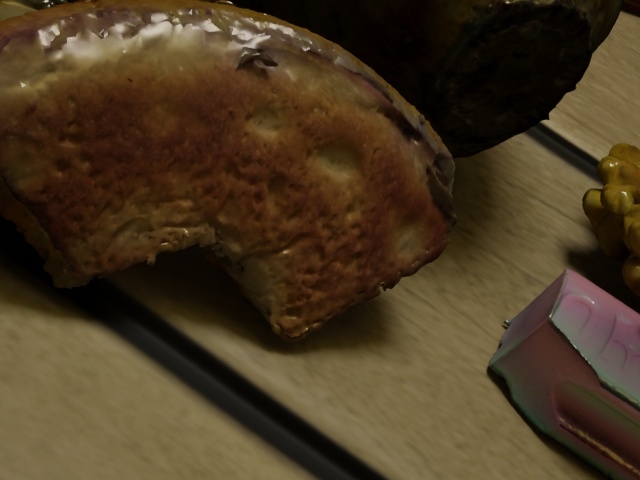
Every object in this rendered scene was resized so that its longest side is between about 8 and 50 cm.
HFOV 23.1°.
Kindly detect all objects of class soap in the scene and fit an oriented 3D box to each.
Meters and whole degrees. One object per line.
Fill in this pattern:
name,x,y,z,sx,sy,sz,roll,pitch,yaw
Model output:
soap,0.172,0.085,0.897,0.149,0.056,0.100,35,30,4

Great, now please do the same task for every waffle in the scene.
waffle,0.276,0.037,1.004,0.260,0.069,0.293,31,19,-10

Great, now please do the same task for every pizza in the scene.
pizza,-0.062,-0.043,0.808,0.305,0.161,0.085,13,8,-29

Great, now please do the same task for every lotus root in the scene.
lotus root,0.060,-0.202,1.013,0.250,0.250,0.346,11,37,-29

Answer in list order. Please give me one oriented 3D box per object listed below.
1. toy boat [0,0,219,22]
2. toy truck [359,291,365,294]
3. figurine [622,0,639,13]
toy boat,-0.124,-0.150,0.931,0.115,0.089,0.310,24,32,8
toy truck,0.000,0.000,0.891,0.083,0.032,0.024,36,29,12
figurine,0.262,-0.280,1.455,0.098,0.082,0.154,-2,42,-13
